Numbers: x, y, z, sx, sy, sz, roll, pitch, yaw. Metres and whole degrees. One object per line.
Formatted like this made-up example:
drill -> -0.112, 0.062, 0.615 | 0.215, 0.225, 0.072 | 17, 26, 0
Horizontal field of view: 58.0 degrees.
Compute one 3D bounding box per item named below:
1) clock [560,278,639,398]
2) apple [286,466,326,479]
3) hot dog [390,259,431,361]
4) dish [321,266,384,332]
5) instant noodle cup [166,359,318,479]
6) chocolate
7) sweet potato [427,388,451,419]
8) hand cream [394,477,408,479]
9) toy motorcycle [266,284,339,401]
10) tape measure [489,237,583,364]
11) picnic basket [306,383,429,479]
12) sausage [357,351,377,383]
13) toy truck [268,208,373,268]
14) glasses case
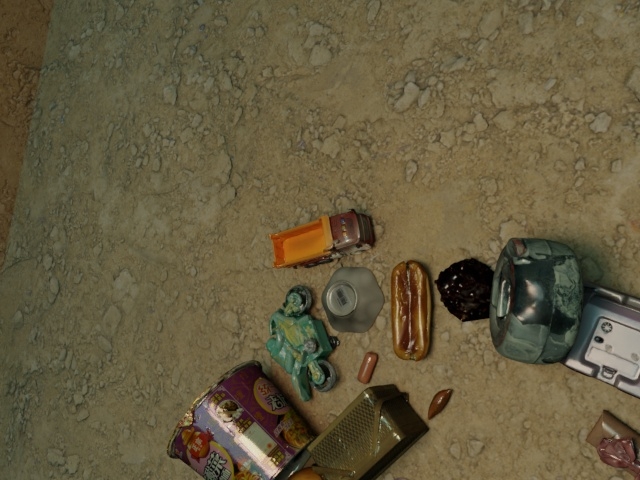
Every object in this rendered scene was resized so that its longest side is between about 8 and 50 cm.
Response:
clock -> 0.613, 0.203, 1.168 | 0.253, 0.083, 0.186 | 22, 95, 32
apple -> -0.017, 0.651, 1.434 | 0.199, 0.199, 0.199 | -5, 80, 31
hot dog -> 0.225, 0.171, 1.424 | 0.100, 0.068, 0.249 | -1, 84, 19
dish -> 0.068, 0.155, 1.525 | 0.191, 0.066, 0.190 | -5, 79, 31
instant noodle cup -> -0.184, 0.521, 1.488 | 0.266, 0.340, 0.339 | 38, 103, 22
chocolate -> 0.323, 0.110, 1.336 | 0.156, 0.133, 0.156 | -6, 79, 34
sweet potato -> 0.280, 0.388, 1.377 | 0.034, 0.034, 0.095 | 40, 103, 30
hand cream -> 0.183, 0.663, 1.392 | 0.076, 0.047, 0.174 | 13, 98, 32
toy motorcycle -> -0.065, 0.283, 1.566 | 0.198, 0.109, 0.296 | -36, 65, 26
tape measure -> 0.430, 0.123, 1.193 | 0.147, 0.275, 0.256 | 6, 91, 6
picnic basket -> 0.110, 0.480, 1.390 | 0.266, 0.165, 0.139 | -49, 60, 16
sausage -> 0.121, 0.327, 1.485 | 0.034, 0.034, 0.083 | 22, 93, 32
toy truck -> 0.000, 0.000, 1.550 | 0.271, 0.135, 0.114 | -17, 73, 29
glasses case -> 0.616, 0.438, 1.137 | 0.194, 0.070, 0.102 | 37, 104, 31
